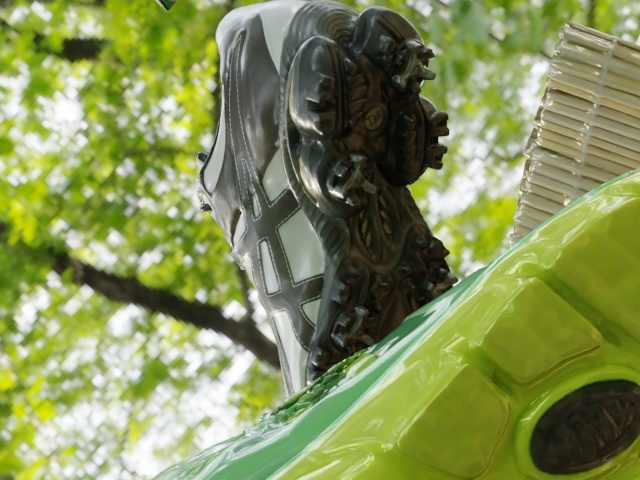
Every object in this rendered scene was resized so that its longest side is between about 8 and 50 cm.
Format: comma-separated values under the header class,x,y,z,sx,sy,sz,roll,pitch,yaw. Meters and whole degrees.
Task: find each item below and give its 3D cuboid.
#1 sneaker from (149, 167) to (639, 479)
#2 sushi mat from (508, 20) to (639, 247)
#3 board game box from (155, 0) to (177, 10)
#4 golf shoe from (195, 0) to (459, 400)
class,x,y,z,sx,sy,sz,roll,pitch,yaw
sneaker,0.020,0.067,0.411,0.295,0.123,0.109,-33,-73,-15
sushi mat,0.227,0.021,0.645,0.019,0.316,0.151,-45,-31,-45
board game box,-0.100,-0.405,1.494,0.317,0.046,0.213,-46,-36,-3
golf shoe,0.000,0.000,0.585,0.077,0.094,0.198,-21,-58,-37
